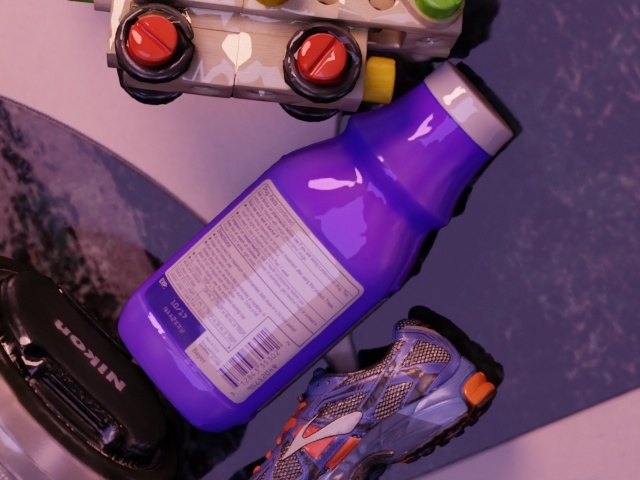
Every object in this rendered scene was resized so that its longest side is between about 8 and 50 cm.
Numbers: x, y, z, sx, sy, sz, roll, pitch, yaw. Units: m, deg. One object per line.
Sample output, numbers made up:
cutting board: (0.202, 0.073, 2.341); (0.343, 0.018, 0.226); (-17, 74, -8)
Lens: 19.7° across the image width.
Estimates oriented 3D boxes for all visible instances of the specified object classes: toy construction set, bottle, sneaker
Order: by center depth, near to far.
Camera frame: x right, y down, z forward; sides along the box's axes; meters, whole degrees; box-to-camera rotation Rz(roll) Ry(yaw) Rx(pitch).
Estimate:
toy construction set: (-0.036, -0.187, 1.156); (0.327, 0.151, 0.215); (3, 80, 10)
bottle: (0.000, 0.000, 1.205); (0.283, 0.092, 0.118); (-43, 82, 10)
sneaker: (0.008, 0.131, 1.233); (0.221, 0.083, 0.087); (-33, 76, 6)

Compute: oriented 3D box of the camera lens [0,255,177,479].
camera lens: (-0.248, 0.160, 1.198); (0.274, 0.219, 0.219); (-40, 88, 11)
